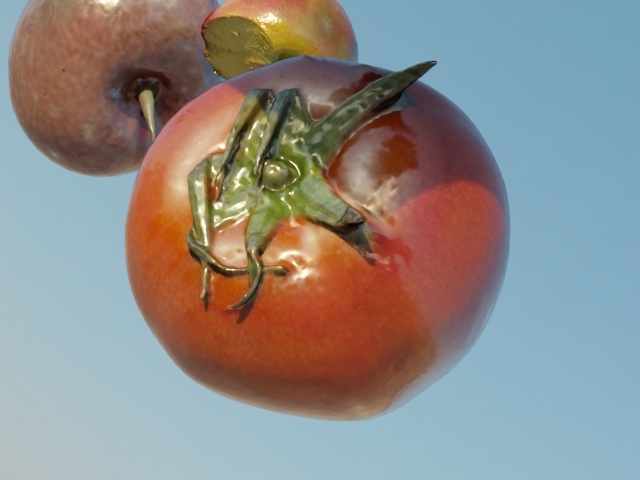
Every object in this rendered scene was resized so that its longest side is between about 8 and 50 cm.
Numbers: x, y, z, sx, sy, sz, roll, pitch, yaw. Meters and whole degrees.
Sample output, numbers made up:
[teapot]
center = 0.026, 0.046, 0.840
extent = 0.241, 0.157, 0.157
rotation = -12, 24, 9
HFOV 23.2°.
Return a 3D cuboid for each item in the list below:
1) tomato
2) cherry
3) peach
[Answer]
[tomato]
center = 0.000, 0.000, 1.043
extent = 0.256, 0.256, 0.224
rotation = 33, -10, 32
[cherry]
center = -0.205, -0.183, 1.563
extent = 0.213, 0.236, 0.285
rotation = 50, 9, -41
[peach]
center = -0.024, -0.178, 1.402
extent = 0.151, 0.118, 0.151
rotation = 30, -20, 12
